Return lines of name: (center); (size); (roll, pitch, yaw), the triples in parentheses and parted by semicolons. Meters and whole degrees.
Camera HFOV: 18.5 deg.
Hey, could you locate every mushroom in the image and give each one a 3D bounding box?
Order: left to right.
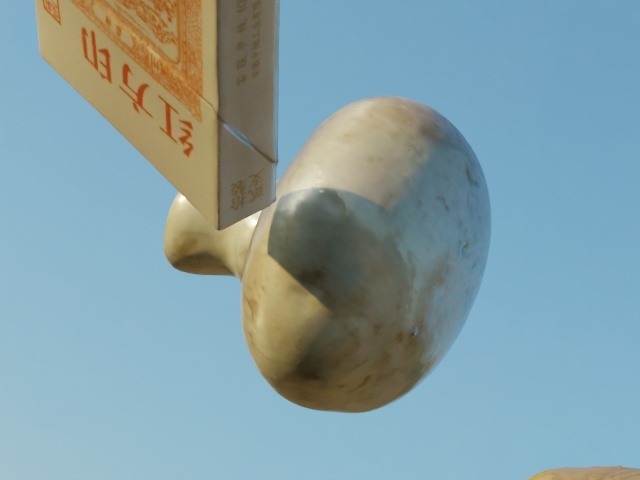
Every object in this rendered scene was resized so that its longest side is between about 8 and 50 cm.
mushroom: (0.000, 0.000, 1.430); (0.243, 0.243, 0.243); (20, -19, 8)

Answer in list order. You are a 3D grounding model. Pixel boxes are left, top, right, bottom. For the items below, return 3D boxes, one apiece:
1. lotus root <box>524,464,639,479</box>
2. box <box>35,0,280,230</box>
lotus root: (0.182, 0.177, 0.985); (0.221, 0.118, 0.125); (10, 13, 10)
box: (-0.097, -0.199, 1.075); (0.204, 0.051, 0.365); (43, -33, 34)
